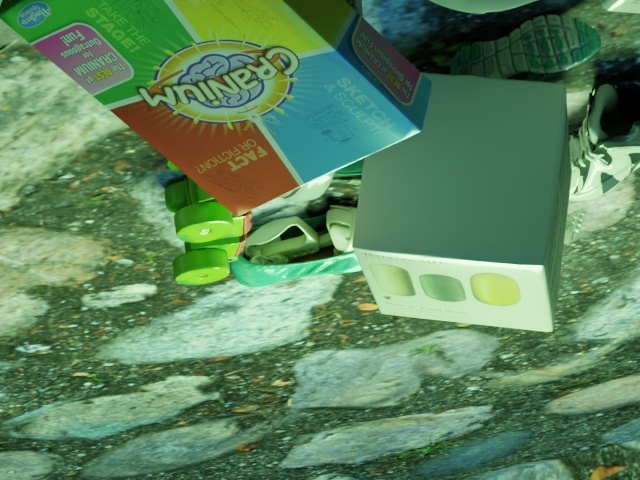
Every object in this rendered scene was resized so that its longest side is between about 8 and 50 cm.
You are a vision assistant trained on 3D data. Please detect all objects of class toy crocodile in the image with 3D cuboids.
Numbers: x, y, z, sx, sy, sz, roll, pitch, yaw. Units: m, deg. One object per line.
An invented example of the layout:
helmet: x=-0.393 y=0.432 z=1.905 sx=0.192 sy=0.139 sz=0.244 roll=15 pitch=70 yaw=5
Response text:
toy crocodile: x=-0.121 y=-0.035 z=2.218 sx=0.105 sy=0.115 sz=0.340 roll=-6 pitch=160 yaw=-8

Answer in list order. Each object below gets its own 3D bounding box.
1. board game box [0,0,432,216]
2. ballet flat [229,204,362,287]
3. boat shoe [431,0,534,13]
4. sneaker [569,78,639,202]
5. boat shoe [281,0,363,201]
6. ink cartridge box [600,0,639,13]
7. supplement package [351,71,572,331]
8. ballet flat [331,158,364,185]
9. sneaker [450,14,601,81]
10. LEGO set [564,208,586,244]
board game box: x=-0.092 y=-0.172 z=1.740 sx=0.242 sy=0.064 sz=0.316 roll=-24 pitch=128 yaw=37
ballet flat: x=0.000 y=0.000 z=2.420 sx=0.247 sy=0.083 sz=0.087 roll=-13 pitch=145 yaw=9
boat shoe: x=0.182 y=-0.276 z=1.677 sx=0.306 sy=0.105 sz=0.113 roll=-4 pitch=129 yaw=50
sneaker: x=0.310 y=-0.122 z=2.191 sx=0.235 sy=0.094 sz=0.153 roll=-12 pitch=153 yaw=36
boat shoe: x=-0.059 y=-0.145 z=1.915 sx=0.156 sy=0.135 sz=0.367 roll=-4 pitch=157 yaw=-10
ink cartridge box: x=0.386 y=-0.303 z=1.670 sx=0.201 sy=0.117 sz=0.278 roll=1 pitch=159 yaw=-23
supplement package: x=0.156 y=-0.037 z=2.053 sx=0.199 sy=0.198 sz=0.262 roll=6 pitch=164 yaw=10
ballet flat: x=0.055 y=-0.091 z=2.230 sx=0.188 sy=0.070 sz=0.070 roll=10 pitch=154 yaw=-36
sneaker: x=0.221 y=-0.190 z=2.016 sx=0.166 sy=0.065 sz=0.076 roll=-10 pitch=168 yaw=32
LEGO set: x=0.193 y=-0.047 z=2.305 sx=0.244 sy=0.060 sz=0.182 roll=3 pitch=-158 yaw=-25
